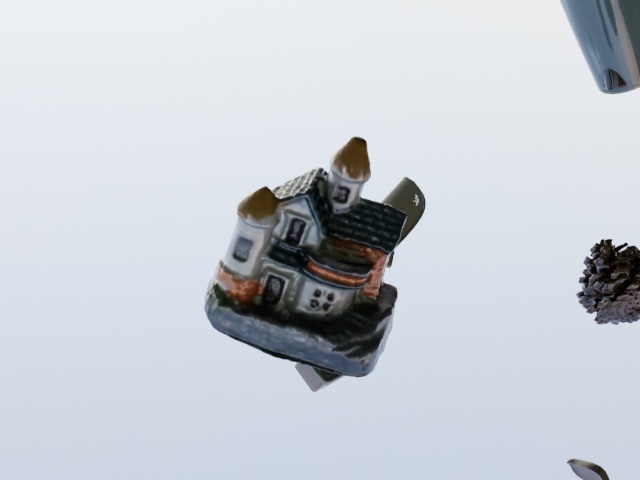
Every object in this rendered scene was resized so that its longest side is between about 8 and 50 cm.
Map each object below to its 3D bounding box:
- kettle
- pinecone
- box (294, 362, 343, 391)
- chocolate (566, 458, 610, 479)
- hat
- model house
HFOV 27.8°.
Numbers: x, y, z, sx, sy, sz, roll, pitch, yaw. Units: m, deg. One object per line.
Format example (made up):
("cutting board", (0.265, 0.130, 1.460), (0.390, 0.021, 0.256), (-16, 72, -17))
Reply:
("kettle", (0.543, -0.413, 2.395), (0.160, 0.243, 0.210), (-5, -148, 32))
("pinecone", (0.552, 0.076, 2.407), (0.174, 0.173, 0.173), (15, -157, -6))
("box", (0.012, 0.245, 2.580), (0.122, 0.062, 0.089), (-23, -111, -44))
("chocolate", (0.559, 0.476, 2.669), (0.031, 0.064, 0.101), (-43, -158, -19))
("hat", (0.097, -0.047, 2.271), (0.085, 0.175, 0.147), (38, 177, -38))
("model house", (0.000, 0.000, 1.820), (0.271, 0.300, 0.190), (20, -156, 6))
